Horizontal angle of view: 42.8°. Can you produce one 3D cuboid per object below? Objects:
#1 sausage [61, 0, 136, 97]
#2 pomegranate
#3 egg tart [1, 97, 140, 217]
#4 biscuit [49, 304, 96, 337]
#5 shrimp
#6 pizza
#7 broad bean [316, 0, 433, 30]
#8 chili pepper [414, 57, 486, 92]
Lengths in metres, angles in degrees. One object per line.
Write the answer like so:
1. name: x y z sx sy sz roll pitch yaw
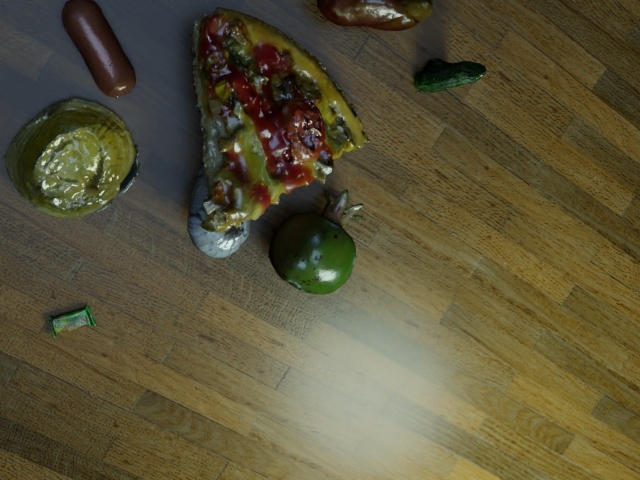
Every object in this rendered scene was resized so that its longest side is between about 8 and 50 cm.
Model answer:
1. sausage: -0.411 -0.358 1.513 0.077 0.077 0.194 -30 109 -6
2. pomegranate: 0.000 0.000 1.668 0.181 0.181 0.224 34 72 -20
3. egg tart: -0.467 -0.149 1.543 0.252 0.098 0.232 -10 109 -16
4. biscuit: -0.503 0.163 1.648 0.089 0.016 0.046 -16 107 -11
5. shrimp: -0.168 -0.132 1.607 0.145 0.116 0.343 14 88 -15
6. pizza: -0.091 -0.181 1.515 0.440 0.130 0.406 33 67 -35
7. broad bean: 0.106 -0.469 1.577 0.228 0.156 0.122 0 107 -8
8. chili pepper: 0.265 -0.326 1.618 0.088 0.227 0.059 -46 110 -5
